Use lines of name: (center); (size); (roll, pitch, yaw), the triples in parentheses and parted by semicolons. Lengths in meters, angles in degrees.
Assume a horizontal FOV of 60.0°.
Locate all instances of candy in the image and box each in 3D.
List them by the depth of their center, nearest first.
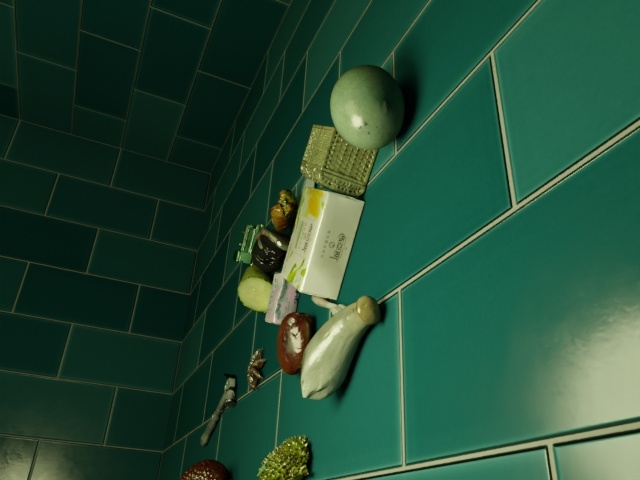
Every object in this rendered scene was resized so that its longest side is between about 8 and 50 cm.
candy: (-0.111, 0.177, 1.669); (0.092, 0.073, 0.160); (-11, 66, 64)

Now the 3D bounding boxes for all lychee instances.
lychee: (-0.372, 0.806, 1.801); (0.194, 0.194, 0.195); (-166, 90, -70)

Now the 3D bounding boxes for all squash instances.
squash: (-0.238, 0.140, 1.961); (0.287, 0.137, 0.137); (-124, 52, -66)

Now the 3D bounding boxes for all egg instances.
egg: (0.107, -0.306, 1.267); (0.237, 0.169, 0.169); (-98, 29, -42)

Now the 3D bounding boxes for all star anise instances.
star anise: (-0.217, 0.428, 1.829); (0.141, 0.042, 0.141); (-167, 90, -70)

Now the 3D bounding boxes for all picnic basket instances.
picnic basket: (0.040, -0.203, 1.434); (0.154, 0.134, 0.196); (-69, 21, 8)

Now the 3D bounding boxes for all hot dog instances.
hot dog: (-0.118, -0.091, 1.784); (0.115, 0.072, 0.269); (-56, -2, -7)

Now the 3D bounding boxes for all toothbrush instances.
toothbrush: (0.012, 0.159, 1.374); (0.307, 0.029, 0.025); (179, 80, -76)

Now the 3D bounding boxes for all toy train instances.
toy train: (-0.268, 0.014, 2.158); (0.071, 0.111, 0.171); (15, 91, 66)

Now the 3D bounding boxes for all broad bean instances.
broad bean: (-0.067, 0.273, 1.468); (0.114, 0.084, 0.165); (-12, 71, 63)

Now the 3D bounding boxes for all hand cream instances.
hand cream: (-0.045, -0.106, 1.730); (0.079, 0.048, 0.256); (-39, 38, 52)

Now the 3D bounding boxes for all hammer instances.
hammer: (-0.406, 0.685, 2.165); (0.152, 0.044, 0.427); (-101, 31, -51)

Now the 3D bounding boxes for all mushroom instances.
mushroom: (0.039, 0.217, 1.197); (0.270, 0.103, 0.118); (-62, 23, 21)

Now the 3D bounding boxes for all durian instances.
durian: (-0.095, 0.547, 1.342); (0.221, 0.095, 0.137); (-52, 30, 35)

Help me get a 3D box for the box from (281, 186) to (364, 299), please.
box: (0.000, 0.000, 1.437); (0.194, 0.110, 0.261); (23, 96, 69)

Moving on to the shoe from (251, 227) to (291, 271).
shoe: (-0.175, 0.037, 1.875); (0.291, 0.114, 0.137); (167, 121, -71)
